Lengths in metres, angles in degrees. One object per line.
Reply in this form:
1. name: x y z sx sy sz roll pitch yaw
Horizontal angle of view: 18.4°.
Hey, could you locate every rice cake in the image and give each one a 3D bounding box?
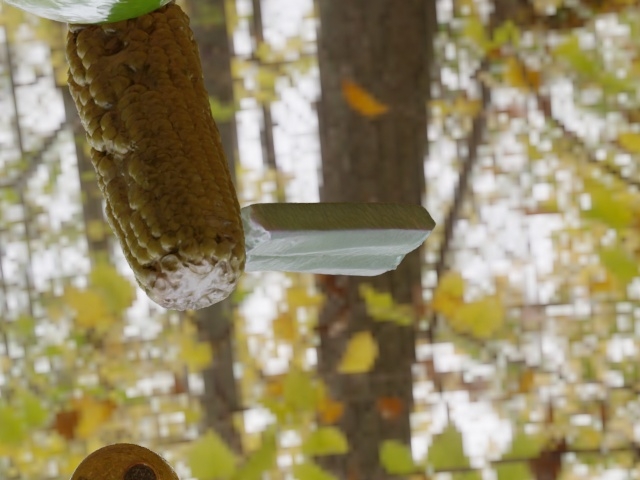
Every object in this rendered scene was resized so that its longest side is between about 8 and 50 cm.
1. rice cake: 0.000 0.000 1.666 0.221 0.042 0.080 0 150 -47

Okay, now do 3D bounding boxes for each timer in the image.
1. timer: -0.175 0.235 1.784 0.107 0.107 0.109 -2 166 11

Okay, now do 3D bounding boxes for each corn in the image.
1. corn: -0.112 -0.071 1.330 0.097 0.097 0.320 -8 -138 -11

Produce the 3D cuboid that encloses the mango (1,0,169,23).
1. mango: -0.119 -0.198 0.996 0.156 0.192 0.343 -35 -150 -18
